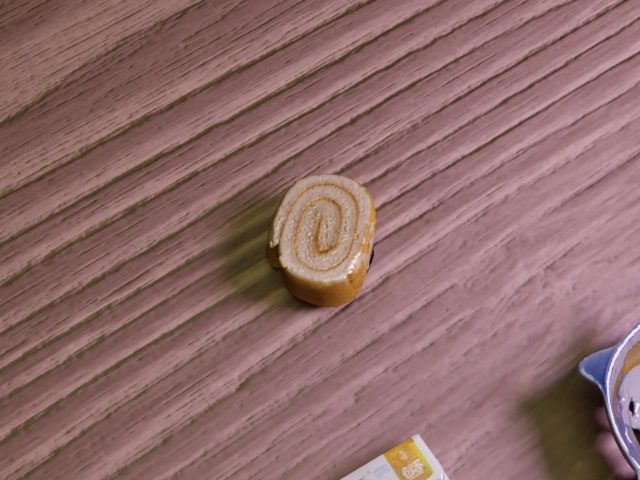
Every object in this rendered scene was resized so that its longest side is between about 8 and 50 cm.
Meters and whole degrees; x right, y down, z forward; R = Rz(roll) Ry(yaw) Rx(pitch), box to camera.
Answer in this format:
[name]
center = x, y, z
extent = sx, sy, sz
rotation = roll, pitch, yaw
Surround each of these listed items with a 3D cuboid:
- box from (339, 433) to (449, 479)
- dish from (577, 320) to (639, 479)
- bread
[box]
center = 0.103, 0.308, 0.803
extent = 0.122, 0.032, 0.220
rotation = -28, 64, -12
[dish]
center = 0.361, 0.173, 0.836
extent = 0.228, 0.086, 0.236
rotation = 6, 62, 7
[bread]
center = 0.000, 0.000, 0.957
extent = 0.122, 0.073, 0.149
rotation = 10, 60, 14
